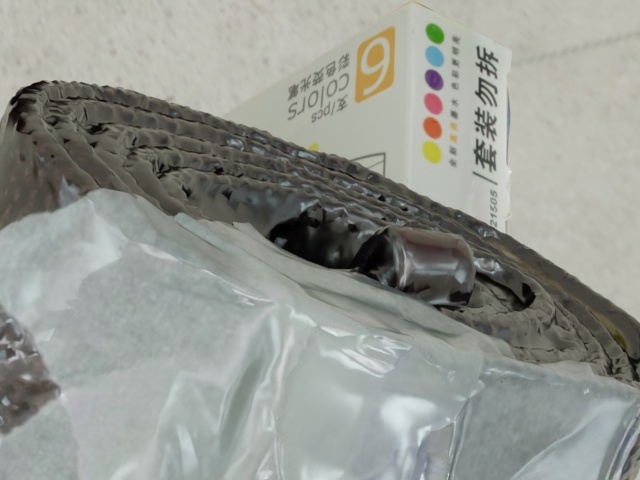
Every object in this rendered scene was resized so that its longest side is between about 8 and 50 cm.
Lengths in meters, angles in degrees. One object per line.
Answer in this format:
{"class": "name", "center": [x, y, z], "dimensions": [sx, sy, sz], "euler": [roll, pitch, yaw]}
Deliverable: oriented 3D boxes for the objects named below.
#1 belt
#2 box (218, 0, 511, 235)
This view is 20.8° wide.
{"class": "belt", "center": [-0.013, 0.059, 0.589], "dimensions": [0.289, 0.184, 0.164], "euler": [16, 110, -44]}
{"class": "box", "center": [0.000, 0.000, 1.110], "dimensions": [0.091, 0.220, 0.274], "euler": [22, 146, -35]}
